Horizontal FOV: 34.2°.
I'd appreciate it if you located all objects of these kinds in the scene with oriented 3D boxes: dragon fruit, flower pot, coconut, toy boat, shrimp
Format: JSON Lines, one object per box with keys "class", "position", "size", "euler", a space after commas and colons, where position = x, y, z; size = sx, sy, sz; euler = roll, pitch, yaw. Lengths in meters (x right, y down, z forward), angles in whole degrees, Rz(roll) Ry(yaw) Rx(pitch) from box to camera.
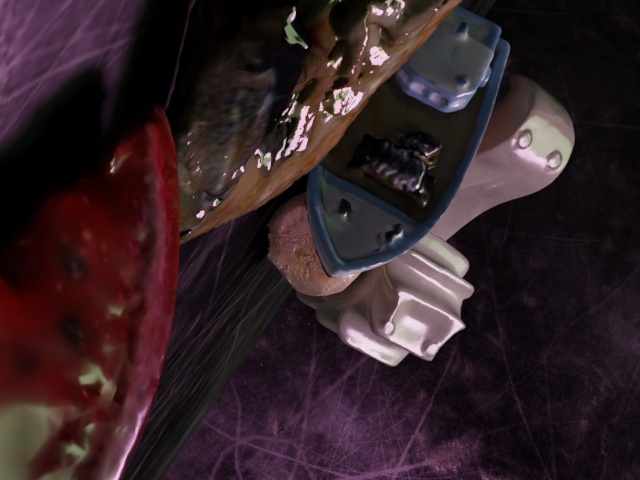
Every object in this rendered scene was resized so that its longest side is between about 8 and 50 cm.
{"class": "dragon fruit", "position": [-0.147, 0.129, 0.352], "size": [0.343, 0.100, 0.282], "euler": [-53, 180, -38]}
{"class": "flower pot", "position": [0.119, -0.046, 1.244], "size": [0.368, 0.164, 0.254], "euler": [-57, -145, 8]}
{"class": "coconut", "position": [0.000, 0.000, 1.136], "size": [0.116, 0.116, 0.122], "euler": [-56, 175, 6]}
{"class": "toy boat", "position": [0.083, -0.101, 1.029], "size": [0.332, 0.145, 0.133], "euler": [-61, 179, -22]}
{"class": "shrimp", "position": [0.013, -0.121, 0.435], "size": [0.272, 0.085, 0.445], "euler": [-48, 177, -22]}
